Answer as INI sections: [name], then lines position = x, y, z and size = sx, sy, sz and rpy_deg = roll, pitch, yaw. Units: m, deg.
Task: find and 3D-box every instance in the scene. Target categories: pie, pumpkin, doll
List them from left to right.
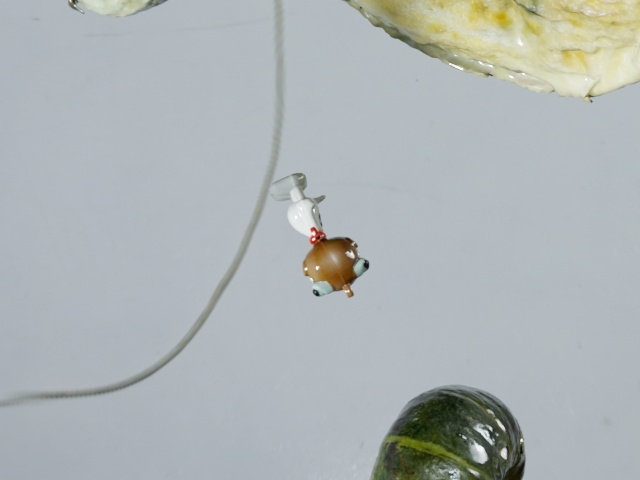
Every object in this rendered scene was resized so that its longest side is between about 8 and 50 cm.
[doll]
position = -0.001, -0.003, 0.724
size = 0.040, 0.058, 0.085
rpy_deg = -24, 92, -5
[pumpkin]
position = 0.135, 0.261, 1.212
size = 0.157, 0.223, 0.224
rpy_deg = 17, 100, 24
[pie]
position = 0.079, -0.168, 0.631
size = 0.274, 0.274, 0.055
rpy_deg = 32, 77, 0

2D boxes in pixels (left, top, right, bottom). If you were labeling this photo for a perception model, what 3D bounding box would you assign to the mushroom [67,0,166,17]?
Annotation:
[mushroom]
position = -0.131, -0.304, 0.941
size = 0.164, 0.190, 0.267
rpy_deg = 17, 129, 10
